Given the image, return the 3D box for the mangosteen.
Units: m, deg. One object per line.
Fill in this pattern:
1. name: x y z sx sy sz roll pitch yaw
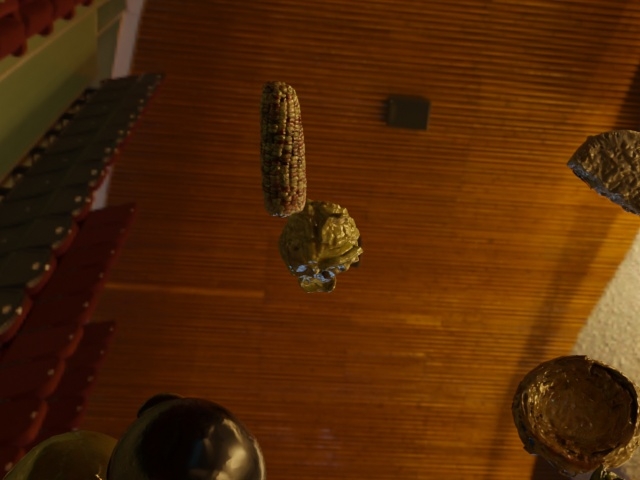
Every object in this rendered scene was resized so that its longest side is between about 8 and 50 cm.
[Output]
1. mangosteen: -0.223 0.383 1.219 0.302 0.275 0.274 -124 -143 -69

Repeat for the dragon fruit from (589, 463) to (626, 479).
1. dragon fruit: 0.534 0.507 1.220 0.198 0.200 0.269 -49 171 22

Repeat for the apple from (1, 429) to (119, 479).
1. apple: -0.474 0.535 1.392 0.305 0.339 0.338 53 -10 5

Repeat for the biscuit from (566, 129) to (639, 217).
1. biscuit: 0.650 -0.124 1.449 0.179 0.281 0.084 -48 171 -13

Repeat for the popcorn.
1. popcorn: 0.001 0.012 1.787 0.235 0.181 0.216 -21 -114 52

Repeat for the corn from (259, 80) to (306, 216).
1. corn: -0.070 -0.168 1.338 0.086 0.086 0.253 -100 -174 -72

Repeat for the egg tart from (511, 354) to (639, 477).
1. egg tart: 0.550 0.384 1.556 0.107 0.291 0.290 76 11 -51
